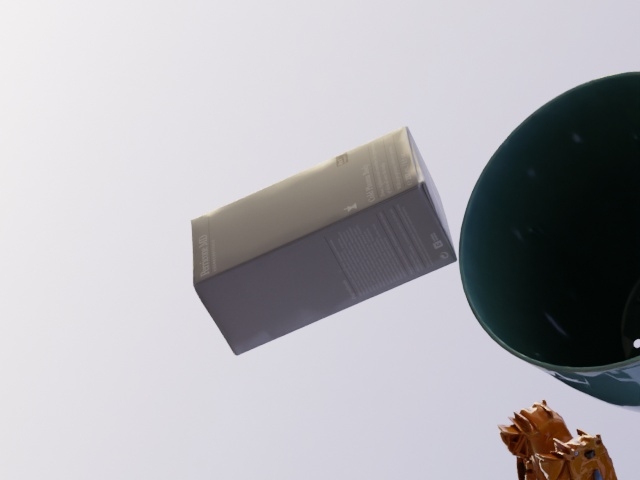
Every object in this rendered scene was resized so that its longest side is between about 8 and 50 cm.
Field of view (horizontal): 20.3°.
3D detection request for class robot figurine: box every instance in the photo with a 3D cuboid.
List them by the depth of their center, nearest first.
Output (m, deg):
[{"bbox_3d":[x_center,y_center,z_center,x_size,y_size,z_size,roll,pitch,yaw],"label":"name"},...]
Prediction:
[{"bbox_3d":[0.279,0.323,1.890,0.211,0.085,0.291,-150,-140,-70],"label":"robot figurine"}]

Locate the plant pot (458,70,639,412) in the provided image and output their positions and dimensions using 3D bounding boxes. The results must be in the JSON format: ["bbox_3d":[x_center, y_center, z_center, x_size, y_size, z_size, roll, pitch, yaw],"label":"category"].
[{"bbox_3d":[0.310,0.027,1.642,0.293,0.235,0.293,-17,-124,28],"label":"plant pot"}]

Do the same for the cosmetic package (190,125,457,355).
[{"bbox_3d":[0.000,0.000,1.699,0.127,0.238,0.107,-102,168,-58],"label":"cosmetic package"}]
